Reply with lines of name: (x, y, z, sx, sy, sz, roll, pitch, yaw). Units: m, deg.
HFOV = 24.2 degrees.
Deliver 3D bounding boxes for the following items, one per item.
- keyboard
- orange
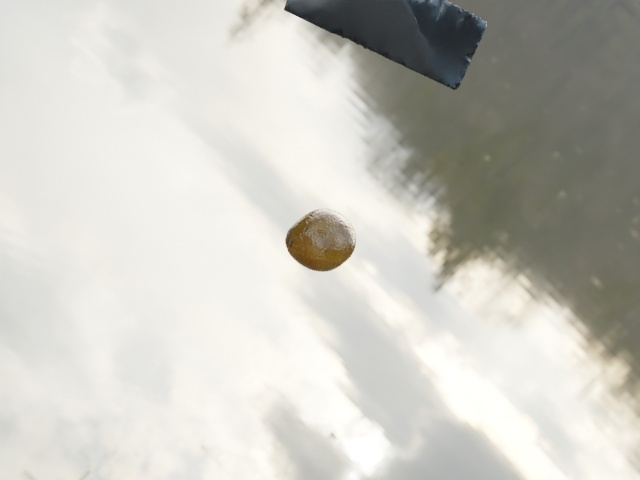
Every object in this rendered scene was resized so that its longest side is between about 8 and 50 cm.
keyboard: (0.062, -0.210, 1.396, 0.196, 0.074, 0.015, 21, 10, -23)
orange: (0.000, 0.000, 1.753, 0.085, 0.085, 0.085, 41, 16, -14)
